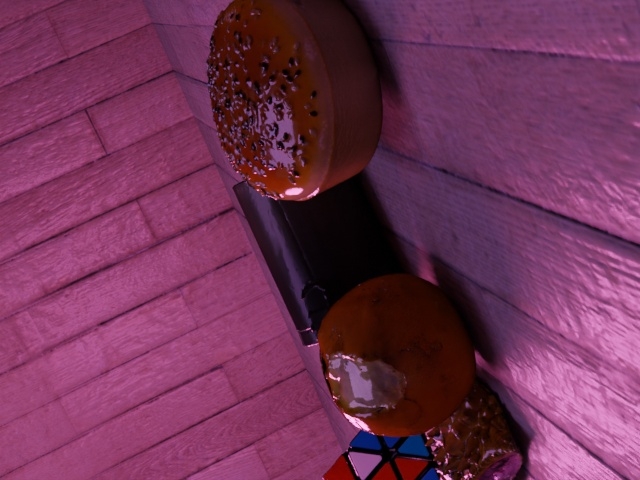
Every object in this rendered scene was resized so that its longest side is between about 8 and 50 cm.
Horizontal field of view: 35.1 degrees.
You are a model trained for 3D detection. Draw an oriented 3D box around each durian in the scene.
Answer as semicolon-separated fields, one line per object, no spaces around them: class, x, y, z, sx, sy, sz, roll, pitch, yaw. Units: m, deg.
durian;0.220;0.335;1.596;0.191;0.112;0.341;55;162;30

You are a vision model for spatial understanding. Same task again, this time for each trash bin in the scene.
trash bin;0.000;0.000;1.681;0.301;0.203;0.252;65;-154;-1

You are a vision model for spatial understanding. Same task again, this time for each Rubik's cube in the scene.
Rubik's cube;0.122;0.494;2.213;0.250;0.234;0.284;61;169;12

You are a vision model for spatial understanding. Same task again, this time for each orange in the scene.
orange;0.108;0.166;1.470;0.240;0.240;0.240;61;170;19

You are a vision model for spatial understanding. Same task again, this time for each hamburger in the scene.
hamburger;-0.047;-0.195;1.361;0.300;0.176;0.300;39;135;54

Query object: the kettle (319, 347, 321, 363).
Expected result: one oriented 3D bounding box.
kettle;0.108;0.242;1.949;0.202;0.144;0.232;46;170;-9
